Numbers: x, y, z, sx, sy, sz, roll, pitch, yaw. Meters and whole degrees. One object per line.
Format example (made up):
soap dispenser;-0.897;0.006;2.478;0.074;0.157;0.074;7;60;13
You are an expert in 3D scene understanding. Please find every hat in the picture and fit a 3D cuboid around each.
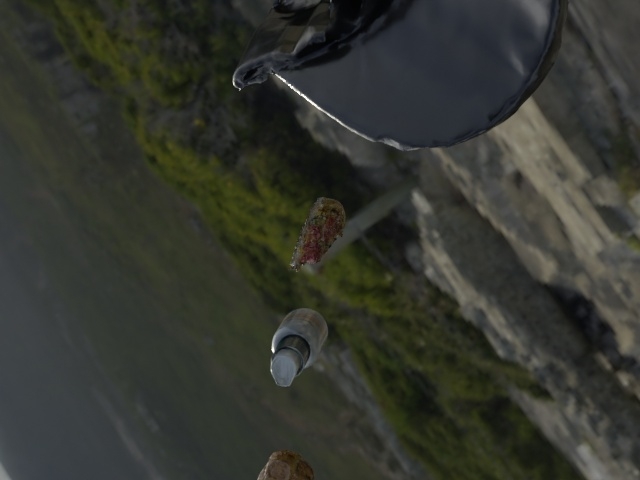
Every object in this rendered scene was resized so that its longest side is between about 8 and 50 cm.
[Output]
hat;0.074;-0.265;1.097;0.382;0.257;0.366;29;128;22

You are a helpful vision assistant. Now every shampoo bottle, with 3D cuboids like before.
shampoo bottle;-0.037;0.155;1.857;0.074;0.074;0.192;59;-165;-6

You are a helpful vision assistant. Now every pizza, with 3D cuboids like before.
pizza;0.010;-0.010;1.523;0.029;0.100;0.099;33;-158;20

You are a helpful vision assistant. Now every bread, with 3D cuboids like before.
bread;-0.057;0.279;1.251;0.052;0.157;0.044;28;177;-13
